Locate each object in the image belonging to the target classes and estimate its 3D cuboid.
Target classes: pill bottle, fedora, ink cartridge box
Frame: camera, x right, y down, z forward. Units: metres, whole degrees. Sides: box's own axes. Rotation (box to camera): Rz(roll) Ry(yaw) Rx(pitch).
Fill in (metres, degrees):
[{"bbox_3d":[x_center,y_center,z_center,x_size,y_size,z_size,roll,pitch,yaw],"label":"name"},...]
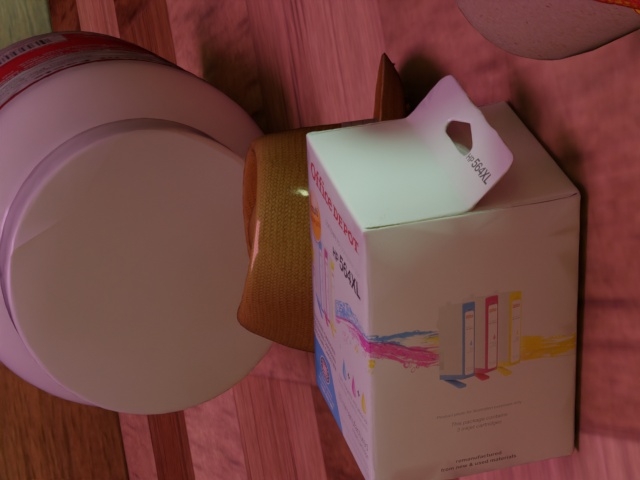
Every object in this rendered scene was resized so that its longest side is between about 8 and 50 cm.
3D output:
[{"bbox_3d":[-0.147,-0.017,1.303,0.408,0.229,0.229,-143,44,-72],"label":"pill bottle"},{"bbox_3d":[0.000,0.000,0.923,0.194,0.079,0.194,-178,90,-89],"label":"fedora"},{"bbox_3d":[0.048,0.014,0.775,0.092,0.090,0.143,-120,23,-58],"label":"ink cartridge box"}]

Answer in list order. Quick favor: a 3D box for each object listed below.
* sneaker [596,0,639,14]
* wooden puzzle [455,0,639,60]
[{"bbox_3d":[0.079,-0.078,0.421,0.064,0.067,0.175,-54,33,2],"label":"sneaker"},{"bbox_3d":[0.078,-0.240,0.504,0.322,0.081,0.347,163,92,-77],"label":"wooden puzzle"}]
